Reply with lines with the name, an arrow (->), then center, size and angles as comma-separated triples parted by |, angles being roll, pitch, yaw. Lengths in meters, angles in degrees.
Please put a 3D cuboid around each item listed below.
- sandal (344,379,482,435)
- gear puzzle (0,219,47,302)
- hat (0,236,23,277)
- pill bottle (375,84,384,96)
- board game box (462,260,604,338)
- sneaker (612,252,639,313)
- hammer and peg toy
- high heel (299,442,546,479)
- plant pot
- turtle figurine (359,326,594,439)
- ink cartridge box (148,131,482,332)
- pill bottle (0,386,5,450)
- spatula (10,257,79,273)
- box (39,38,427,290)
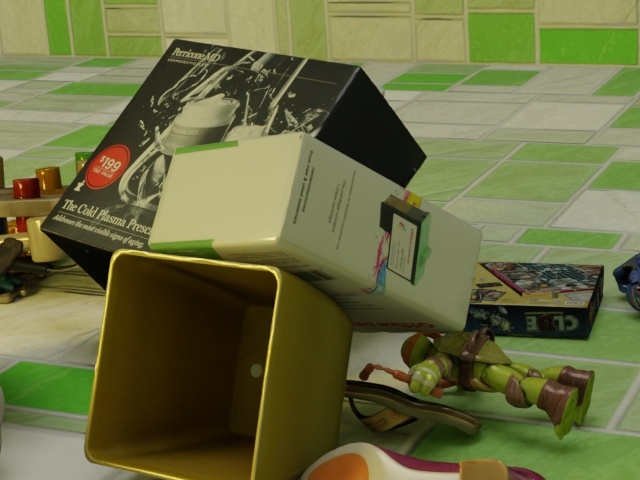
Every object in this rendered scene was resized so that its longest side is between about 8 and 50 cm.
sandal -> 0.078, 0.182, 1.536 | 0.180, 0.049, 0.072 | 16, 0, 13
gear puzzle -> -0.480, 0.019, 2.182 | 0.175, 0.044, 0.339 | -2, 18, 8
hat -> -0.489, 0.073, 1.613 | 0.331, 0.134, 0.331 | -41, 9, 8
pill bottle -> 0.010, -0.082, 1.996 | 0.153, 0.265, 0.153 | 7, 14, -2
board game box -> 0.227, 0.072, 1.860 | 0.243, 0.042, 0.165 | 2, 18, 18
sneaker -> 0.422, 0.068, 1.799 | 0.087, 0.083, 0.221 | -19, 13, -1
hammer and peg toy -> -0.408, -0.053, 2.040 | 0.266, 0.127, 0.361 | -2, 7, 3
high heel -> 0.099, 0.238, 1.363 | 0.244, 0.082, 0.117 | -13, -33, 33
plant pot -> -0.082, 0.131, 1.464 | 0.212, 0.212, 0.187 | 6, -3, 36
turtle figurine -> 0.175, 0.137, 1.552 | 0.217, 0.087, 0.269 | 16, 0, 22
ink cartridge box -> 0.000, 0.000, 1.506 | 0.278, 0.117, 0.201 | 26, -20, -40
pill bottle -> -0.391, 0.207, 1.389 | 0.152, 0.152, 0.272 | -2, 17, 7
spatula -> -0.352, 0.031, 2.021 | 0.296, 0.030, 0.084 | 0, 17, 9
box -> -0.108, -0.059, 1.779 | 0.343, 0.179, 0.312 | 15, 64, 43
